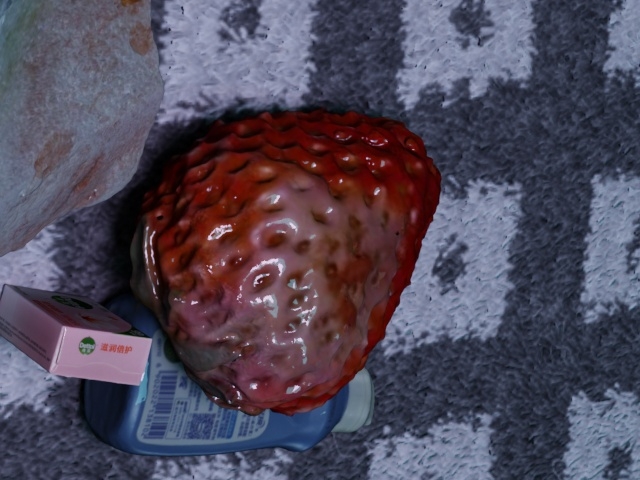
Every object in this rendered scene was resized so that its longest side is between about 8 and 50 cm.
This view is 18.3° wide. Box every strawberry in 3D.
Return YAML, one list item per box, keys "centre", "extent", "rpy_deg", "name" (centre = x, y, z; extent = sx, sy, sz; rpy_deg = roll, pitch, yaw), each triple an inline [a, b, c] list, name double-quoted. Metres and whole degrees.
- centre: [0.000, 0.000, 1.728]
  extent: [0.336, 0.149, 0.265]
  rpy_deg: [-40, 107, -35]
  name: "strawberry"

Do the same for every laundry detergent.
- centre: [-0.071, 0.128, 1.815]
  extent: [0.290, 0.094, 0.143]
  rpy_deg: [8, 90, -38]
  name: "laundry detergent"

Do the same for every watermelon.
- centre: [-0.240, -0.113, 1.555]
  extent: [0.258, 0.228, 0.387]
  rpy_deg: [25, 82, -45]
  name: "watermelon"

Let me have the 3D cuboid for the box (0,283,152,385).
- centre: [-0.211, 0.079, 1.681]
  extent: [0.089, 0.125, 0.043]
  rpy_deg: [11, 99, -36]
  name: "box"
